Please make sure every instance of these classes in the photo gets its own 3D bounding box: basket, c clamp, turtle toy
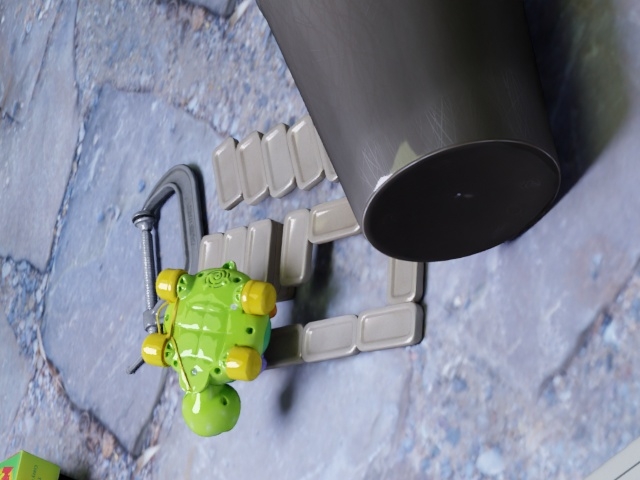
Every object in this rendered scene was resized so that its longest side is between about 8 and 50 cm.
[{"bbox_3d":[0.061,-0.112,1.099,0.204,0.154,0.226,-46,46,40],"label":"basket"},{"bbox_3d":[-0.140,0.018,1.478,0.137,0.022,0.160,-35,51,47],"label":"c clamp"},{"bbox_3d":[-0.076,0.079,1.248,0.095,0.066,0.130,8,82,25],"label":"turtle toy"}]

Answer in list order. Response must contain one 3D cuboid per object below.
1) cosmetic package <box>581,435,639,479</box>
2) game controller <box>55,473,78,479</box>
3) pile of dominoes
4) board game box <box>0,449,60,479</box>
[{"bbox_3d":[0.197,0.171,0.791,0.296,0.129,0.153,-45,45,39],"label":"cosmetic package"},{"bbox_3d":[-0.231,0.290,1.475,0.319,0.067,0.166,4,82,57],"label":"game controller"},{"bbox_3d":[0.000,0.000,1.274,0.251,0.040,0.196,-13,67,47],"label":"pile of dominoes"},{"bbox_3d":[-0.281,0.281,1.470,0.092,0.043,0.181,-31,41,40],"label":"board game box"}]
